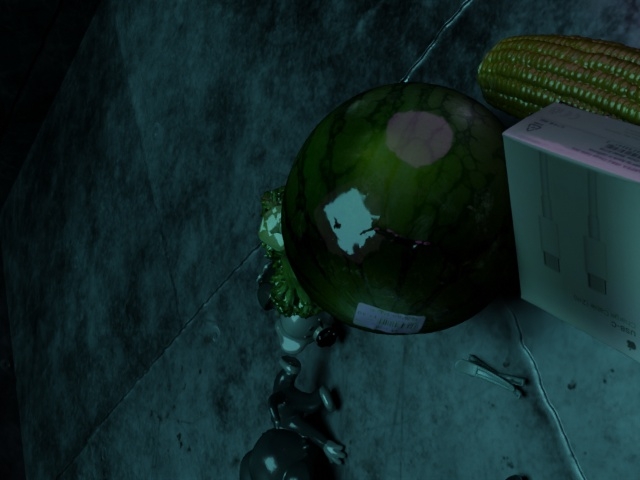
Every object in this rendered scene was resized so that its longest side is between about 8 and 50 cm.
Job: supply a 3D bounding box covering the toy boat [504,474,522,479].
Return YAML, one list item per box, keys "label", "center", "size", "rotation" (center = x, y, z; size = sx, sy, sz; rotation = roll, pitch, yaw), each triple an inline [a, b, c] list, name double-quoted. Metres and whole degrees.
- label: "toy boat"
  center: [0.247, 0.386, 1.153]
  size: [0.055, 0.060, 0.141]
  rotation: [24, 98, 53]

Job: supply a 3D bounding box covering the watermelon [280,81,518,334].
- label: "watermelon"
  center: [0.114, -0.045, 1.152]
  size: [0.363, 0.363, 0.363]
  rotation: [-11, 77, 53]

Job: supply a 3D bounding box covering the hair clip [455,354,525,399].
- label: "hair clip"
  center: [0.241, 0.195, 1.202]
  size: [0.115, 0.039, 0.030]
  rotation: [17, 105, 51]

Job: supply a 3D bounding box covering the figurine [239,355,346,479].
- label: "figurine"
  center: [-0.049, 0.350, 1.504]
  size: [0.193, 0.140, 0.265]
  rotation: [13, 111, 37]

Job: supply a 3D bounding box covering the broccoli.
- label: "broccoli"
  center: [0.000, 0.000, 1.380]
  size: [0.269, 0.269, 0.254]
  rotation: [-33, 66, 47]

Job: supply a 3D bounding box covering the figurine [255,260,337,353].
- label: "figurine"
  center: [-0.038, 0.120, 1.530]
  size: [0.192, 0.126, 0.147]
  rotation: [48, 115, 27]

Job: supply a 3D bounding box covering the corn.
- label: "corn"
  center: [0.333, -0.186, 1.051]
  size: [0.344, 0.131, 0.131]
  rotation: [32, 111, 51]

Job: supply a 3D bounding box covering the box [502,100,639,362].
- label: "box"
  center: [0.325, -0.013, 0.967]
  size: [0.203, 0.106, 0.252]
  rotation: [32, 145, 49]
